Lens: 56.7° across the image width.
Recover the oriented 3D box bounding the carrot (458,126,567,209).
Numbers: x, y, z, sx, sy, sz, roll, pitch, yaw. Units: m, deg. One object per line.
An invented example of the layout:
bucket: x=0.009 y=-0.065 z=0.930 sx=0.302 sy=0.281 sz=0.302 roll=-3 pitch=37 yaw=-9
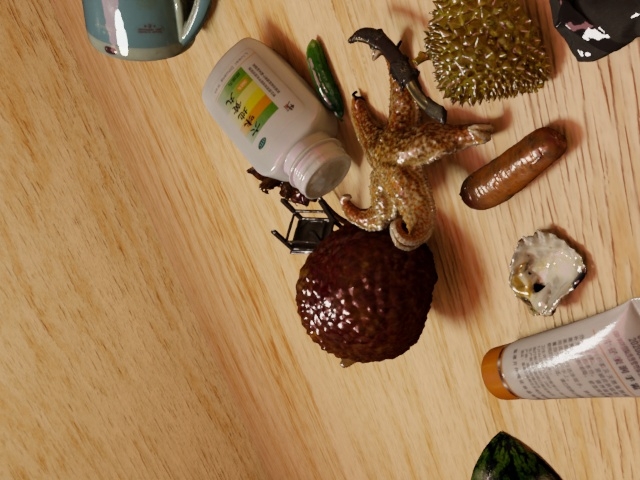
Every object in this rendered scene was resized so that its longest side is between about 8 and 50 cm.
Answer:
carrot: x=0.249 y=-0.089 z=0.774 sx=0.060 sy=0.060 sz=0.186 roll=59 pitch=152 yaw=5

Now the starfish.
starfish: x=0.117 y=-0.140 z=0.889 sx=0.312 sy=0.113 sz=0.303 roll=8 pitch=97 yaw=60

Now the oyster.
oyster: x=0.310 y=0.052 z=0.817 sx=0.122 sy=0.045 sz=0.146 roll=8 pitch=116 yaw=64

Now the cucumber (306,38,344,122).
cucumber: x=0.007 y=-0.281 z=1.060 sx=0.037 sy=0.037 sz=0.155 roll=1 pitch=116 yaw=63

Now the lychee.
lychee: x=0.082 y=0.084 z=1.046 sx=0.260 sy=0.261 sz=0.260 roll=44 pitch=151 yaw=33

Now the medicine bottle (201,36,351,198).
medicine bottle: x=-0.080 y=-0.226 z=1.131 sx=0.324 sy=0.179 sz=0.124 roll=50 pitch=-162 yaw=21

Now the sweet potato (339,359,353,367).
sweet potato: x=0.095 y=0.210 z=1.315 sx=0.131 sy=0.131 sz=0.336 roll=47 pitch=152 yaw=28

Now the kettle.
kettle: x=-0.366 y=-0.589 z=1.274 sx=0.319 sy=0.247 sz=0.342 roll=19 pitch=134 yaw=11

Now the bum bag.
bum bag: x=0.293 y=-0.226 z=0.550 sx=0.198 sy=0.049 sz=0.087 roll=-3 pitch=109 yaw=64

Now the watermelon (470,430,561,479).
watermelon: x=0.371 y=0.465 z=1.073 sx=0.145 sy=0.137 sz=0.193 roll=3 pitch=77 yaw=63

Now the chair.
chair: x=0.000 y=0.000 z=1.195 sx=0.101 sy=0.084 sz=0.212 roll=3 pitch=155 yaw=29

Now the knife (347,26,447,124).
knife: x=0.110 y=-0.232 z=0.802 sx=0.045 sy=0.021 sz=0.222 roll=-50 pitch=56 yaw=20

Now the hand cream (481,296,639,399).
hand cream: x=0.349 y=0.163 z=0.817 sx=0.139 sy=0.089 sz=0.314 roll=60 pitch=152 yaw=0

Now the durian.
durian: x=0.170 y=-0.233 z=0.725 sx=0.208 sy=0.102 sz=0.146 roll=24 pitch=143 yaw=59

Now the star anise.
star anise: x=-0.046 y=-0.116 z=1.248 sx=0.234 sy=0.073 sz=0.177 roll=26 pitch=-158 yaw=-32
